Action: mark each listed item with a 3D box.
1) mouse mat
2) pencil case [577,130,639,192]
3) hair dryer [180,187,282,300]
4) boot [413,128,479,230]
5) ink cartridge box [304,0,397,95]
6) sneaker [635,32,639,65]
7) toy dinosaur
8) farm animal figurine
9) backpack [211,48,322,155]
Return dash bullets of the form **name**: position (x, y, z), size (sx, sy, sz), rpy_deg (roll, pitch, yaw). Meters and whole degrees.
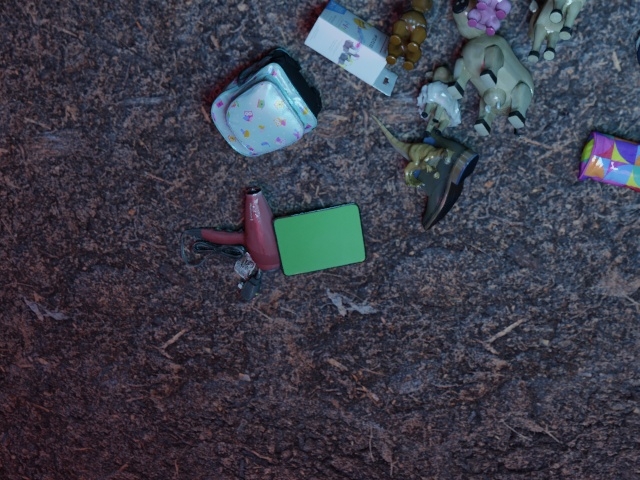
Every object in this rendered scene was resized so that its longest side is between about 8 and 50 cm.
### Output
- **mouse mat**: position (0.000, 0.000, 1.727), size (0.190, 0.007, 0.152), rpy_deg (-11, 121, -2)
- **pencil case**: position (0.592, -0.126, 1.464), size (0.236, 0.104, 0.104), rpy_deg (17, 126, 4)
- **hair dryer**: position (-0.186, 0.002, 1.771), size (0.224, 0.080, 0.293), rpy_deg (31, 125, -6)
- **boot**: position (0.227, -0.120, 1.599), size (0.106, 0.082, 0.219), rpy_deg (41, 136, 17)
- **ink cartridge box**: position (0.071, -0.348, 1.453), size (0.181, 0.104, 0.061), rpy_deg (31, 126, -7)
- **sneaker**: position (0.658, -0.230, 1.354), size (0.319, 0.131, 0.112), rpy_deg (33, 126, -10)
- **toy dinosaur**: position (0.180, -0.162, 1.533), size (0.211, 0.064, 0.112), rpy_deg (24, 110, 45)
- **farm animal figurine**: position (0.296, -0.330, 1.367), size (0.330, 0.172, 0.326), rpy_deg (4, 143, 29)
- **backpack**: position (-0.112, -0.249, 1.549), size (0.188, 0.144, 0.166), rpy_deg (-22, 120, 30)
